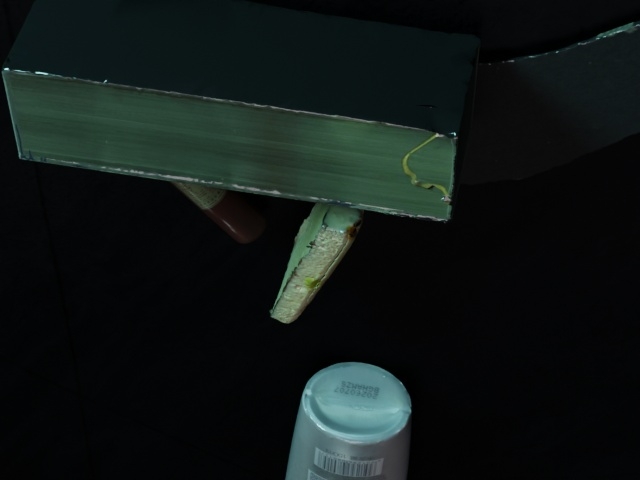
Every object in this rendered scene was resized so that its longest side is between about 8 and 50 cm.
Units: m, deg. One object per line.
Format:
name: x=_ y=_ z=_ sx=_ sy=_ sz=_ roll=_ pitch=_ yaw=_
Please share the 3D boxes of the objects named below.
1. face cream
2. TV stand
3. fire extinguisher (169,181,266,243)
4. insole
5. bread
face cream: x=0.021 y=0.202 z=1.353 sx=0.107 sy=0.073 sz=0.269 roll=14 pitch=146 yaw=7
TV stand: x=-0.044 y=-0.086 z=0.940 sx=0.270 sy=0.088 sz=0.082 roll=9 pitch=140 yaw=7
fire extinguisher: x=-0.089 y=-0.056 z=1.054 sx=0.049 sy=0.035 sz=0.173 roll=-10 pitch=143 yaw=35
insole: x=0.145 y=-0.089 z=0.951 sx=0.309 sy=0.012 sz=0.110 roll=-19 pitch=132 yaw=37
bread: x=0.000 y=0.000 z=1.064 sx=0.028 sy=0.068 sz=0.153 roll=20 pitch=150 yaw=-7
